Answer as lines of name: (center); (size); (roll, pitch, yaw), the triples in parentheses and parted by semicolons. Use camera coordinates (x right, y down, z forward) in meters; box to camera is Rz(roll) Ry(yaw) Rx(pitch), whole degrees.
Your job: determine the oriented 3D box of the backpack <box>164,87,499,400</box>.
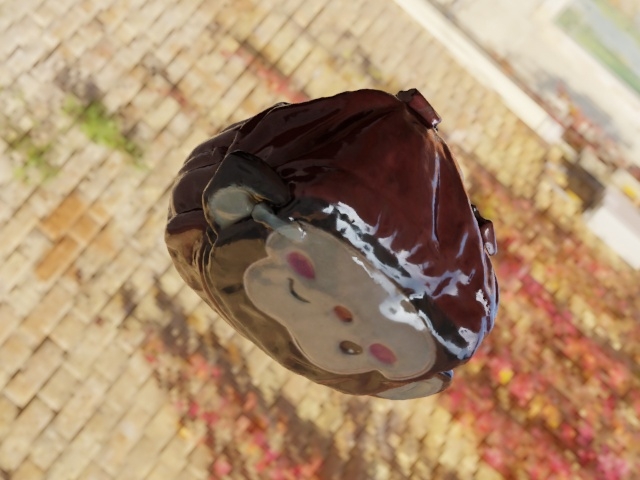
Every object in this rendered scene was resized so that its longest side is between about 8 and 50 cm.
backpack: (-0.001, 0.002, 0.975); (0.229, 0.229, 0.139); (-41, -164, 55)
